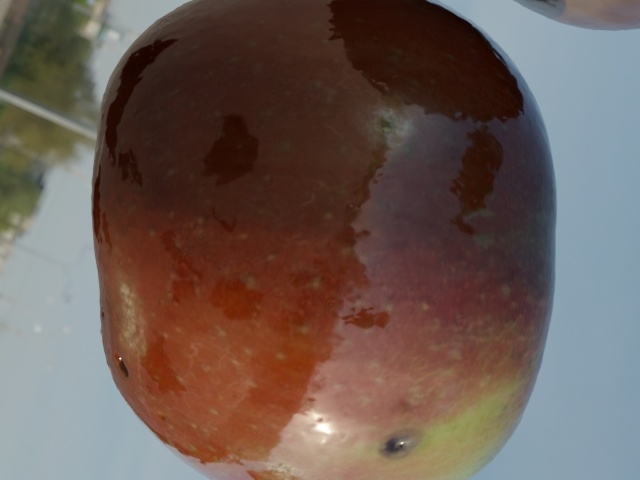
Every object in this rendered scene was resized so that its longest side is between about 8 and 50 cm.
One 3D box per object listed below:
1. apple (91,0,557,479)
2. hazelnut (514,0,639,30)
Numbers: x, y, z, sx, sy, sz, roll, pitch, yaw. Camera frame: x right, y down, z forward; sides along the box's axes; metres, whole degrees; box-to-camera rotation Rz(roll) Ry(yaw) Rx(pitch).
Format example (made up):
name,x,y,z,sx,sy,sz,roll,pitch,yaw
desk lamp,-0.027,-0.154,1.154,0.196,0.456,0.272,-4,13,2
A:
name,x,y,z,sx,sy,sz,roll,pitch,yaw
apple,0.000,0.000,1.064,0.348,0.277,0.348,-178,-90,-86
hazelnut,0.232,-0.336,1.004,0.429,0.402,0.402,-48,-172,-10
